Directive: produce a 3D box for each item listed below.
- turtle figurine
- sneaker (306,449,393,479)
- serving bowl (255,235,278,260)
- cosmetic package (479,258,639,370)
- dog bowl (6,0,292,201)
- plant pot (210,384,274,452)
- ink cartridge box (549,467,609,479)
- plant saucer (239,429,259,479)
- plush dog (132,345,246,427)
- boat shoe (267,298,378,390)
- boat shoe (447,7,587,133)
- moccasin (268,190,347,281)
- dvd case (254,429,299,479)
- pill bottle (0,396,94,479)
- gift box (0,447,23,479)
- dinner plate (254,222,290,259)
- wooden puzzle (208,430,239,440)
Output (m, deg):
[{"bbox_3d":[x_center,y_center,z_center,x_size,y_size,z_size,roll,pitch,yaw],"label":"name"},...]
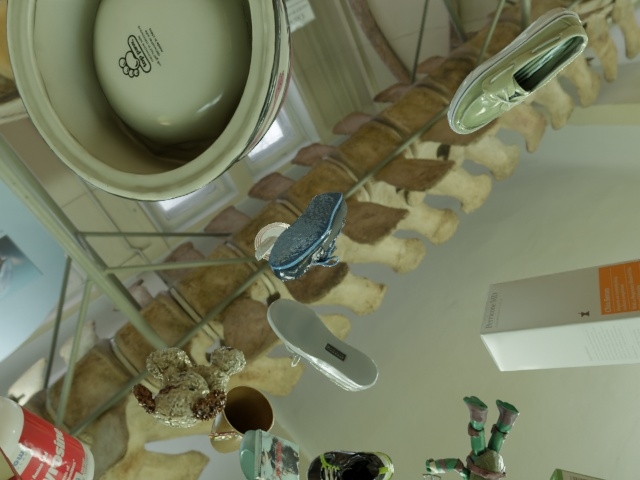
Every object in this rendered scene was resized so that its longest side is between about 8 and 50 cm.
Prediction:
[{"bbox_3d":[0.313,0.436,0.921,0.118,0.175,0.234,22,-82,56],"label":"turtle figurine"},{"bbox_3d":[0.055,0.534,1.078,0.235,0.097,0.084,-21,-114,24],"label":"sneaker"},{"bbox_3d":[-0.146,0.016,1.227,0.083,0.027,0.083,-45,-177,3],"label":"serving bowl"},{"bbox_3d":[0.701,0.210,1.274,0.453,0.161,0.230,-17,-154,37],"label":"cosmetic package"},{"bbox_3d":[-0.221,-0.267,0.653,0.408,0.407,0.150,-16,-172,20],"label":"dog bowl"},{"bbox_3d":[-0.364,0.786,1.959,0.254,0.237,0.237,-52,-163,28],"label":"plant pot"},{"bbox_3d":[0.376,0.425,0.671,0.109,0.209,0.062,8,-143,15],"label":"ink cartridge box"},{"bbox_3d":[-0.202,0.684,1.411,0.037,0.194,0.195,-6,-171,-43],"label":"plant saucer"},{"bbox_3d":[-0.331,0.388,1.155,0.263,0.210,0.225,-2,-177,7],"label":"plush dog"},{"bbox_3d":[-0.014,0.319,1.354,0.136,0.367,0.156,-57,-177,-39],"label":"boat shoe"},{"bbox_3d":[0.377,-0.320,0.919,0.302,0.109,0.094,-46,-151,38],"label":"boat shoe"},{"bbox_3d":[0.000,0.000,1.090,0.138,0.116,0.342,1,-148,30],"label":"moccasin"},{"bbox_3d":[-0.082,0.425,0.892,0.013,0.119,0.087,-31,-140,25],"label":"dvd case"},{"bbox_3d":[-0.746,0.512,1.074,0.229,0.407,0.229,-11,-136,11],"label":"pill bottle"},{"bbox_3d":[-0.595,0.551,0.764,0.255,0.276,0.258,37,-134,26],"label":"gift box"},{"bbox_3d":[-0.136,0.003,1.451,0.141,0.141,0.017,-27,-147,0],"label":"dinner plate"},{"bbox_3d":[-0.260,0.526,1.241,0.083,0.049,0.006,2,-132,-19],"label":"wooden puzzle"}]
